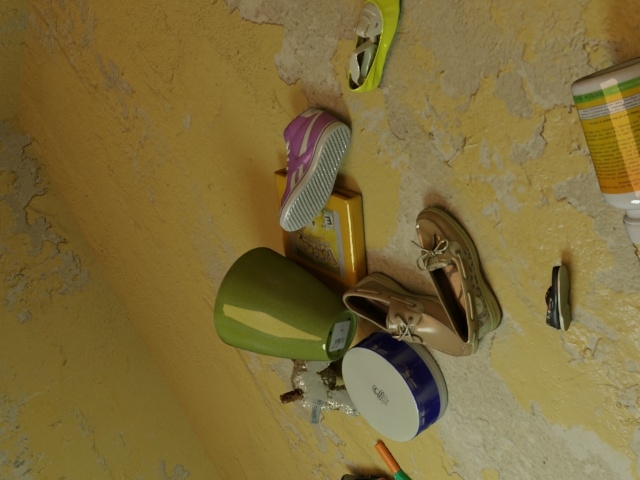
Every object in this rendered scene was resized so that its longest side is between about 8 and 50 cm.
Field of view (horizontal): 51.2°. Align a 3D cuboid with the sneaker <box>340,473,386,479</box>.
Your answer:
[{"bbox_3d":[0.151,0.732,1.956,0.272,0.100,0.107,3,85,60],"label":"sneaker"}]

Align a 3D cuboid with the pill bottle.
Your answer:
[{"bbox_3d":[0.451,-0.125,0.931,0.136,0.136,0.245,-8,106,55],"label":"pill bottle"}]

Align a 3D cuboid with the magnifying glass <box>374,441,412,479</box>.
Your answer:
[{"bbox_3d":[0.227,0.665,1.861,0.231,0.026,0.092,53,145,12],"label":"magnifying glass"}]

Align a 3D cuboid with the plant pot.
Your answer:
[{"bbox_3d":[-0.066,0.187,1.674,0.294,0.275,0.274,19,127,31],"label":"plant pot"}]

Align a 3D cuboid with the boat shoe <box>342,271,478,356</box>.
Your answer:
[{"bbox_3d":[0.195,0.182,1.499,0.341,0.110,0.121,23,129,44],"label":"boat shoe"}]

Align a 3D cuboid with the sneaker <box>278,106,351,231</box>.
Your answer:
[{"bbox_3d":[-0.043,-0.170,1.547,0.161,0.102,0.282,40,109,38],"label":"sneaker"}]

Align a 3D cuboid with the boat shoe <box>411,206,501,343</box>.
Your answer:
[{"bbox_3d":[0.265,0.068,1.348,0.285,0.089,0.104,61,146,4],"label":"boat shoe"}]

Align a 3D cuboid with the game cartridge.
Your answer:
[{"bbox_3d":[0.000,0.000,1.690,0.285,0.053,0.323,24,129,43],"label":"game cartridge"}]

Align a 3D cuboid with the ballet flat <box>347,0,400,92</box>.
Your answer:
[{"bbox_3d":[0.095,-0.385,1.282,0.077,0.077,0.231,42,140,29],"label":"ballet flat"}]

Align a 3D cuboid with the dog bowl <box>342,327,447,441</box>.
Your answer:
[{"bbox_3d":[0.178,0.354,1.644,0.265,0.104,0.264,31,134,38],"label":"dog bowl"}]

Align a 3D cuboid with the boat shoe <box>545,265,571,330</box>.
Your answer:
[{"bbox_3d":[0.423,0.103,1.199,0.042,0.049,0.133,13,127,39],"label":"boat shoe"}]

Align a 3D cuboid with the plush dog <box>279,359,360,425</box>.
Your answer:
[{"bbox_3d":[-0.017,0.401,1.888,0.262,0.211,0.225,61,172,6],"label":"plush dog"}]
